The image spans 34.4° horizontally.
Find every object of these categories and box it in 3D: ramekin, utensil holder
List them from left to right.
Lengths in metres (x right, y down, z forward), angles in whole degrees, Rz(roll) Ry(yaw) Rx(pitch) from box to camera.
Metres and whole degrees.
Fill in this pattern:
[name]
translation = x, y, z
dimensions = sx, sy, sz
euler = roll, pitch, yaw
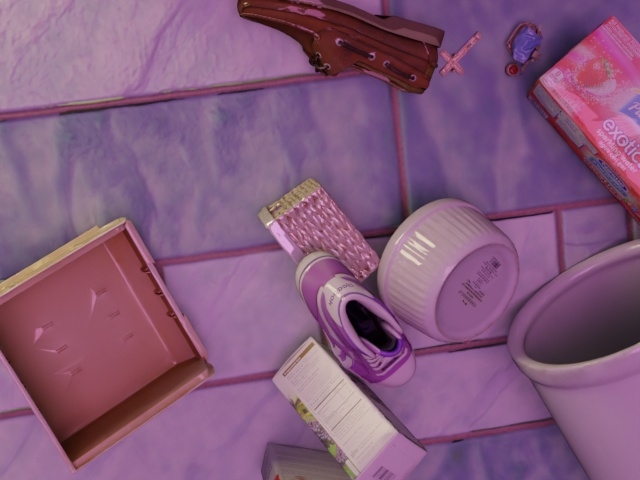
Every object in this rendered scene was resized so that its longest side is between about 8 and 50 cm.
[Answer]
[ramekin]
translation = 0.195, 0.052, 1.515
dimensions = 0.207, 0.109, 0.207
euler = -19, 126, -28
[utensil holder]
translation = 0.510, 0.237, 1.538
dimensions = 0.327, 0.327, 0.386
euler = -32, 107, 0

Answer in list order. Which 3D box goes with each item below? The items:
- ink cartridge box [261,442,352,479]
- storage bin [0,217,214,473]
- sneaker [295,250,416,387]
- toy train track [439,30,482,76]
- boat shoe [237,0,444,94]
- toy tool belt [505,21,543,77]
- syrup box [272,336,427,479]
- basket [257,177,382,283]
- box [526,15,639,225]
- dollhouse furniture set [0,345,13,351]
[ink cartridge box]
translation = 0.015, 0.371, 1.544
dimensions = 0.189, 0.232, 0.066
euler = 11, 98, -9
[storage bin]
translation = -0.321, 0.139, 1.479
dimensions = 0.260, 0.123, 0.262
euler = -34, 105, -20
[sneaker]
translation = 0.076, 0.148, 1.447
dimensions = 0.102, 0.161, 0.282
euler = -46, 129, -4
[toy train track]
translation = 0.210, -0.278, 1.542
dimensions = 0.048, 0.014, 0.083
euler = 42, 94, -13
[boat shoe]
translation = 0.024, -0.283, 1.468
dimensions = 0.307, 0.111, 0.105
euler = 12, 99, -9
[toy tool belt]
translation = 0.302, -0.282, 1.533
dimensions = 0.052, 0.051, 0.083
euler = 22, 99, -11
[syrup box]
translation = 0.039, 0.255, 1.515
dimensions = 0.096, 0.237, 0.093
euler = -48, 136, 1
[basket]
translation = 0.000, 0.000, 1.527
dimensions = 0.103, 0.113, 0.167
euler = -39, 104, -2
[box]
translation = 0.452, -0.154, 1.488
dimensions = 0.142, 0.154, 0.300
euler = -41, 85, 3
[dollhouse furniture set]
translation = -0.454, 0.145, 1.554
dimensions = 0.114, 0.091, 0.081
euler = 6, 59, -30
